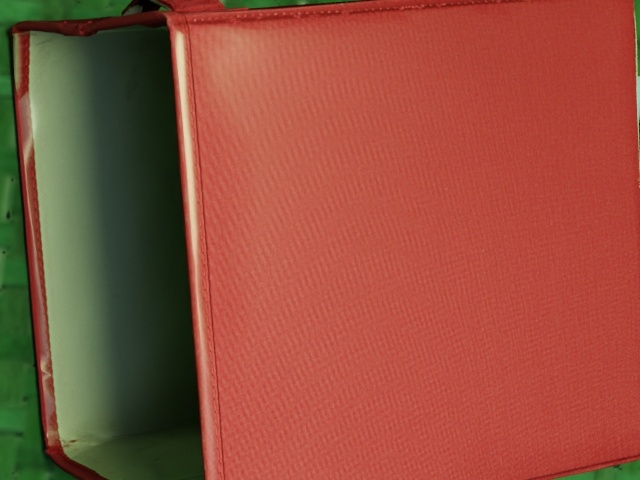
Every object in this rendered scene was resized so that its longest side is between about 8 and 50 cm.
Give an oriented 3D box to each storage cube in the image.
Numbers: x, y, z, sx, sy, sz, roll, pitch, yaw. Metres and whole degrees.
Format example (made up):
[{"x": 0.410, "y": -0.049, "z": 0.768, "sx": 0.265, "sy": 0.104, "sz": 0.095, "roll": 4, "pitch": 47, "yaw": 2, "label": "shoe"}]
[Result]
[{"x": 0.000, "y": 0.000, "z": 0.725, "sx": 0.193, "sy": 0.184, "sz": 0.215, "roll": -8, "pitch": 98, "yaw": -26, "label": "storage cube"}]

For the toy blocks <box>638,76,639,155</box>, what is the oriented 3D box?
[{"x": 0.174, "y": 0.004, "z": 0.881, "sx": 0.123, "sy": 0.054, "sz": 0.148, "roll": 16, "pitch": 88, "yaw": -25, "label": "toy blocks"}]
